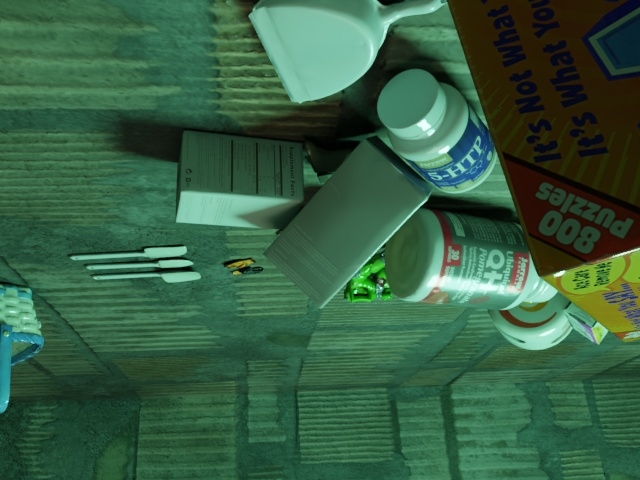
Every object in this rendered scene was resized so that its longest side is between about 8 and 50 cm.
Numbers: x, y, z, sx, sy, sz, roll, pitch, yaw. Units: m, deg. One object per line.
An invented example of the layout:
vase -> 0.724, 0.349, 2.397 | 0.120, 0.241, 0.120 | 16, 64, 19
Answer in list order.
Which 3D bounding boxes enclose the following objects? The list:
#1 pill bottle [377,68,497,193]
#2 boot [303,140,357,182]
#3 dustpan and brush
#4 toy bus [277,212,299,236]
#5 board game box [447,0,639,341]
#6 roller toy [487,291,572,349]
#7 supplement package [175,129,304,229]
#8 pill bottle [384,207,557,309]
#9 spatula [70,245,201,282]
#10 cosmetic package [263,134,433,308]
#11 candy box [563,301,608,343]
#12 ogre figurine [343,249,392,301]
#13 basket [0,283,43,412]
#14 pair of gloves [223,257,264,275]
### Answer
pill bottle -> 0.156, -0.146, 0.870 | 0.112, 0.112, 0.186 | -17, 153, 29
boot -> 0.029, -0.127, 0.996 | 0.087, 0.042, 0.118 | -16, 153, 9
dustpan and brush -> 0.045, -0.240, 0.728 | 0.211, 0.060, 0.147 | -5, 144, 20
toy bus -> 0.003, -0.005, 1.181 | 0.191, 0.104, 0.202 | -5, 156, 5
board game box -> 0.325, -0.158, 0.486 | 0.356, 0.356, 0.356 | -23, 156, 25
roller toy -> 0.484, 0.143, 1.476 | 0.209, 0.191, 0.146 | -12, 154, 19
supplement package -> -0.123, -0.088, 0.975 | 0.179, 0.105, 0.105 | 4, 155, -16
pill bottle -> 0.299, 0.041, 1.239 | 0.318, 0.176, 0.176 | 7, 154, -22
spatula -> -0.389, 0.057, 1.378 | 0.242, 0.019, 0.168 | -4, 157, 1
cosmetic package -> 0.042, -0.029, 0.958 | 0.238, 0.127, 0.107 | -46, 178, 17
candy box -> 0.617, 0.093, 1.358 | 0.233, 0.071, 0.159 | -53, 146, 1
ogre figurine -> 0.113, 0.085, 1.417 | 0.118, 0.097, 0.197 | -11, 169, -11
basket -> -0.736, 0.250, 1.434 | 0.201, 0.289, 0.255 | 18, 150, -40
pair of gloves -> -0.169, 0.061, 1.427 | 0.074, 0.010, 0.083 | -10, 156, 15
